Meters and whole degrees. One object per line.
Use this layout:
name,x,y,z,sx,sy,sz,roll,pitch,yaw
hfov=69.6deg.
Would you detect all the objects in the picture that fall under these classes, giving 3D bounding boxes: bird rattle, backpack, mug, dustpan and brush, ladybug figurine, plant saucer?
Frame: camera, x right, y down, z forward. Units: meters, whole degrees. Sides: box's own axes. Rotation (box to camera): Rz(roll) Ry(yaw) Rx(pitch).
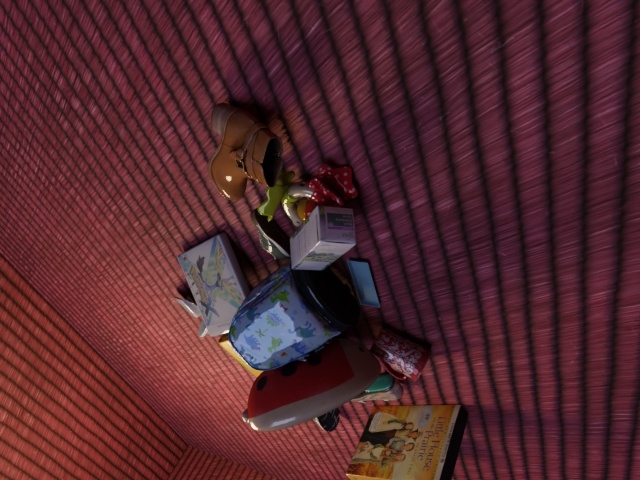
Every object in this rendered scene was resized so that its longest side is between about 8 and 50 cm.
bird rattle,-0.020,-0.108,1.191,0.253,0.143,0.207,-4,142,19
backpack,-0.108,0.229,1.386,0.355,0.273,0.290,-26,109,33
mug,0.243,0.372,1.475,0.169,0.113,0.150,29,100,10
dustpan and brush,-0.517,0.295,1.950,0.211,0.060,0.147,50,157,-18
ladybug figurine,-0.035,0.432,1.421,0.305,0.449,0.162,151,96,-79
plant saucer,0.133,0.127,1.380,0.067,0.018,0.192,5,135,29

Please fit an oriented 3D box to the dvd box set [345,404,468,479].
dvd box set,0.310,0.745,1.681,0.420,0.307,0.062,-22,115,46

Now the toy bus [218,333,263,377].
toy bus,-0.276,0.402,1.782,0.332,0.130,0.108,47,139,-18

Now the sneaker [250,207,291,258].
sneaker,-0.162,-0.010,1.390,0.086,0.064,0.192,-20,122,38

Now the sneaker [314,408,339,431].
sneaker,-0.026,0.750,2.088,0.283,0.110,0.122,50,156,-17

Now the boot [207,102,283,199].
boot,-0.175,-0.183,1.149,0.220,0.109,0.283,36,133,32

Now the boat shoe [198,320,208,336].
boat shoe,-0.445,0.355,1.926,0.083,0.065,0.183,12,141,-31

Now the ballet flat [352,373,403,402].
ballet flat,0.179,0.573,1.750,0.316,0.107,0.106,-16,128,44

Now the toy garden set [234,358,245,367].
toy garden set,-0.245,0.539,2.035,0.204,0.049,0.244,42,139,-9

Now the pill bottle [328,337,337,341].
pill bottle,0.018,0.424,1.656,0.153,0.153,0.264,-12,123,41

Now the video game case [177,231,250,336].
video game case,-0.361,0.165,1.616,0.300,0.036,0.329,-22,91,43

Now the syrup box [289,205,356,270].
syrup box,0.000,0.000,1.173,0.093,0.096,0.237,3,159,-20
